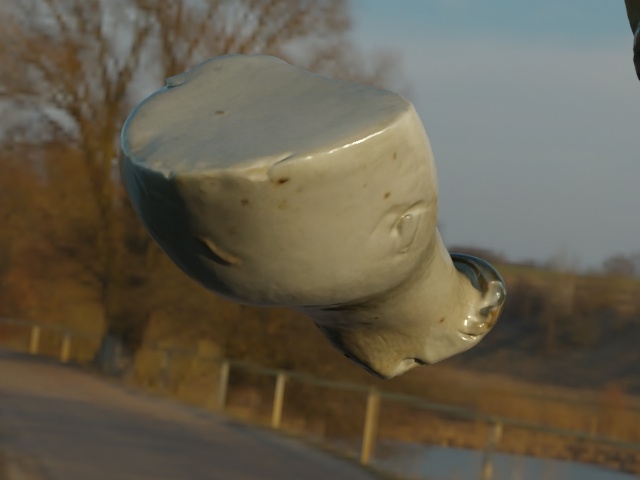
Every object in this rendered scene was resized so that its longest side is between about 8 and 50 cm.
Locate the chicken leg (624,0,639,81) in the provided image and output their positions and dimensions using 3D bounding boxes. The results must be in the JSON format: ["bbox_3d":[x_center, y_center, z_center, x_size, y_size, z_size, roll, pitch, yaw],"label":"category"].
[{"bbox_3d":[0.283,-0.089,0.880,0.152,0.201,0.429,12,-12,37],"label":"chicken leg"}]

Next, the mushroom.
[{"bbox_3d":[0.000,0.000,0.655,0.116,0.093,0.225,6,-26,19],"label":"mushroom"}]
